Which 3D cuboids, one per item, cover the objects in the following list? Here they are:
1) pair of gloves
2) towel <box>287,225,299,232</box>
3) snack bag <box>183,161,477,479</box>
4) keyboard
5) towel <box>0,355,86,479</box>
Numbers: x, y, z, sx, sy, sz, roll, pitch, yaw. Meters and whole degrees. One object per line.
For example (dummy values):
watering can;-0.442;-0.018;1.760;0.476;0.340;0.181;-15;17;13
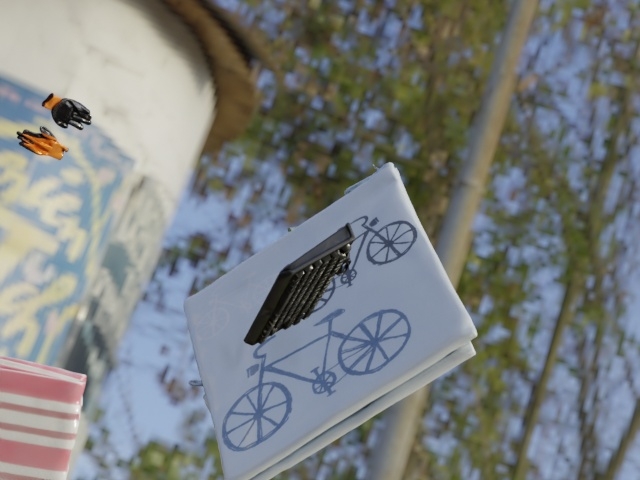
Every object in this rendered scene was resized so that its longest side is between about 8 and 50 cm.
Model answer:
pair of gloves;-0.312;-0.133;2.059;0.074;0.083;0.010;25;23;-47
towel;0.000;0.000;2.097;0.060;0.083;0.009;-11;-57;-16
snack bag;-0.005;0.094;1.968;0.323;0.342;0.037;-34;-53;9
keyboard;-0.008;0.038;1.570;0.023;0.108;0.180;51;-25;9
towel;-0.268;0.185;1.355;0.144;0.197;0.029;11;-7;2
